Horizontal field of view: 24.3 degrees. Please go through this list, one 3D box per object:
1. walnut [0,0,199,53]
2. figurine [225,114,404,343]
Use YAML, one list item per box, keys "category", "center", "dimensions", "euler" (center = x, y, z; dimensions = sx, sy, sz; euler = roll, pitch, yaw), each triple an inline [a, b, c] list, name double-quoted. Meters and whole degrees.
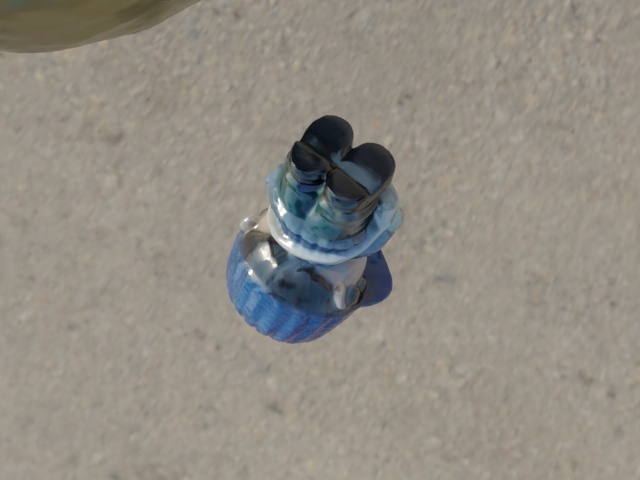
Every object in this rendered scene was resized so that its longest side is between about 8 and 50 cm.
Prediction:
- category: "walnut"
  center: [-0.132, -0.257, 0.561]
  dimensions: [0.384, 0.383, 0.383]
  euler: [12, 131, 14]
- category: "figurine"
  center: [0.000, 0.000, 0.771]
  dimensions: [0.086, 0.087, 0.149]
  euler: [33, 154, 6]
